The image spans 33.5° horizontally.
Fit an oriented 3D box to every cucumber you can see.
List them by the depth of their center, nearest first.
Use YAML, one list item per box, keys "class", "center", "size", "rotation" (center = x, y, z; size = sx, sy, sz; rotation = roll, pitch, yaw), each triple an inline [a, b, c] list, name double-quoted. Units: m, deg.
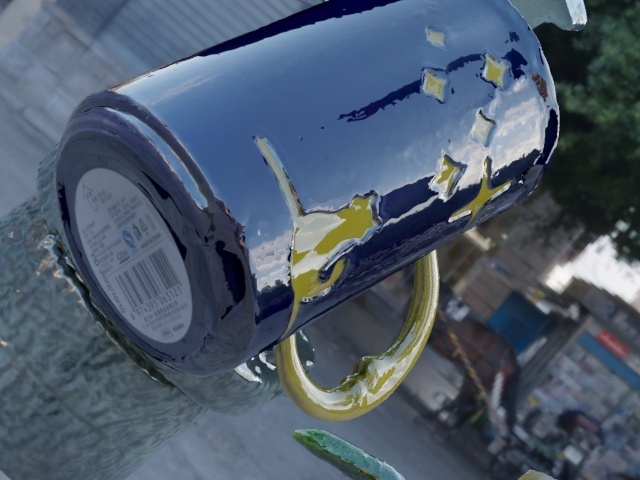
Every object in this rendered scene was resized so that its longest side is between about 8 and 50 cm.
- class: "cucumber"
  center: [0.044, 0.254, 1.191]
  size: [0.168, 0.039, 0.039]
  rotation: [32, 5, -8]

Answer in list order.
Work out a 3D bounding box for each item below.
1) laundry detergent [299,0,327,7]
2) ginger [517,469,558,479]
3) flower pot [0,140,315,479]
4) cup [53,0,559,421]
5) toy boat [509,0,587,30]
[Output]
- class: "laundry detergent"
  center: [0.013, -0.350, 0.932]
  size: [0.305, 0.287, 0.287]
  rotation: [38, 1, 44]
- class: "ginger"
  center: [0.114, 0.172, 0.596]
  size: [0.057, 0.044, 0.137]
  rotation: [51, 45, 0]
- class: "flower pot"
  center: [-0.140, 0.050, 0.888]
  size: [0.299, 0.283, 0.299]
  rotation: [49, 10, -11]
- class: "cup"
  center: [0.010, -0.009, 0.626]
  size: [0.178, 0.256, 0.255]
  rotation: [-19, -81, 55]
- class: "toy boat"
  center: [0.188, -0.288, 1.116]
  size: [0.208, 0.079, 0.134]
  rotation: [45, -38, -16]
